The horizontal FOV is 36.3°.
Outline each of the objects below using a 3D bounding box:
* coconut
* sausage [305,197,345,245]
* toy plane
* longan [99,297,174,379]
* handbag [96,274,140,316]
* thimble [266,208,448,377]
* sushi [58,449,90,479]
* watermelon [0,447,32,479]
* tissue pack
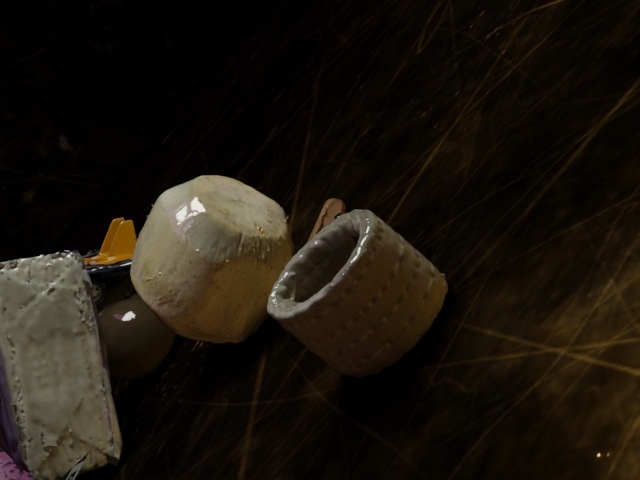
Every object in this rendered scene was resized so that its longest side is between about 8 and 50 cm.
[{"bbox_3d":[-0.110,0.028,1.000,0.161,0.161,0.162,-80,16,-61],"label":"coconut"},{"bbox_3d":[0.000,0.000,1.007,0.026,0.026,0.116,-34,23,40],"label":"sausage"},{"bbox_3d":[-0.411,0.063,1.447,0.316,0.103,0.204,-22,15,-23],"label":"toy plane"},{"bbox_3d":[-0.224,0.114,1.190,0.106,0.106,0.119,-30,14,46],"label":"longan"},{"bbox_3d":[-0.354,0.143,1.443,0.315,0.109,0.241,-38,18,19],"label":"handbag"},{"bbox_3d":[0.028,0.042,0.731,0.115,0.090,0.102,-23,33,52],"label":"thimble"},{"bbox_3d":[-0.305,0.345,0.955,0.279,0.043,0.192,-43,17,39],"label":"sushi"},{"bbox_3d":[-0.407,0.306,1.306,0.094,0.081,0.180,-26,16,-19],"label":"watermelon"},{"bbox_3d":[-0.343,0.140,1.167,0.125,0.242,0.344,-13,2,-24],"label":"tissue pack"}]
